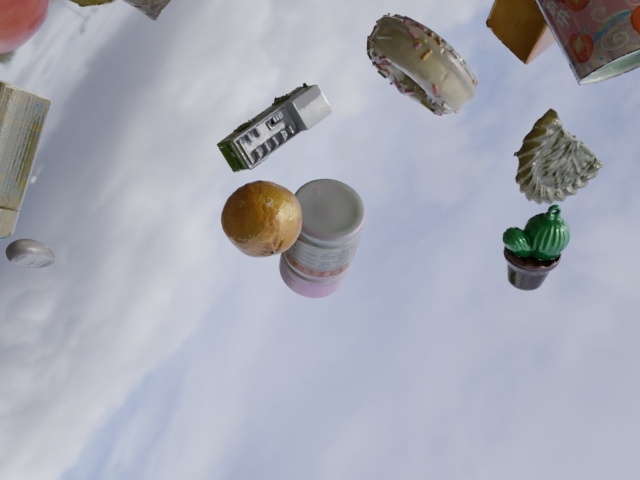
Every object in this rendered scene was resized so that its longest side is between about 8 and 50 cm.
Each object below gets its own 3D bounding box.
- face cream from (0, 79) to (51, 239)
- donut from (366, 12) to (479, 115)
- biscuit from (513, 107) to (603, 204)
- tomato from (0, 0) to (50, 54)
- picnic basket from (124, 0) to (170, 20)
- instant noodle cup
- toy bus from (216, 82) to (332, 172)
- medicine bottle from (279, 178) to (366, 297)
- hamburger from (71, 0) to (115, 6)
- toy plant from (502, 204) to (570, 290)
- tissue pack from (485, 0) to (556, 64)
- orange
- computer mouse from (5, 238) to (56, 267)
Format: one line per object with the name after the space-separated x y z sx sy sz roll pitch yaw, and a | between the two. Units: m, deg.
-0.561 -0.129 1.644 0.067 0.139 0.285 16 -91 27 | face cream
0.293 -0.518 2.812 0.142 0.382 0.382 -51 -155 -3 | donut
0.526 -0.164 2.117 0.187 0.273 0.036 -51 -136 11 | biscuit
-0.466 -0.364 1.223 0.224 0.256 0.256 -28 -169 -30 | tomato
-0.345 -0.518 1.763 0.138 0.178 0.128 -43 -154 27 | picnic basket
0.486 -0.407 1.606 0.243 0.243 0.231 -26 -98 48 | instant noodle cup
-0.117 -0.297 2.468 0.301 0.113 0.139 -39 -161 -23 | toy bus
0.000 0.000 2.546 0.316 0.202 0.202 103 1 -56 | medicine bottle
-0.567 -0.729 2.337 0.276 0.276 0.237 -47 -164 20 | hamburger
0.438 0.009 1.936 0.105 0.142 0.200 -104 -163 -55 | toy plant
0.520 -0.552 2.076 0.274 0.145 0.194 -39 164 -20 | tissue pack
-0.125 -0.043 2.007 0.177 0.177 0.155 -37 -145 36 | orange
-0.535 0.021 1.735 0.066 0.096 0.039 -24 -112 26 | computer mouse
